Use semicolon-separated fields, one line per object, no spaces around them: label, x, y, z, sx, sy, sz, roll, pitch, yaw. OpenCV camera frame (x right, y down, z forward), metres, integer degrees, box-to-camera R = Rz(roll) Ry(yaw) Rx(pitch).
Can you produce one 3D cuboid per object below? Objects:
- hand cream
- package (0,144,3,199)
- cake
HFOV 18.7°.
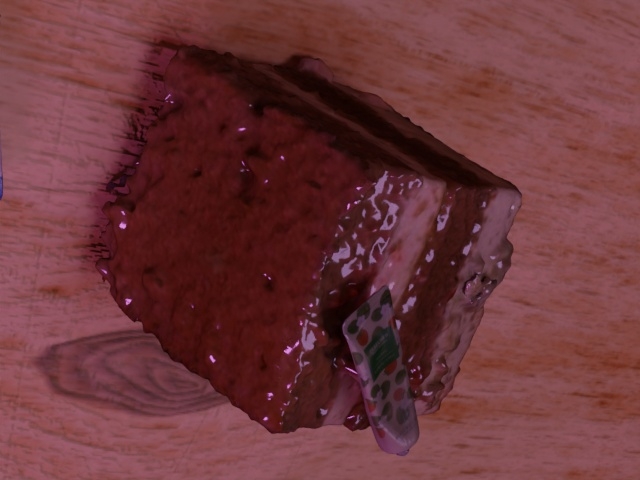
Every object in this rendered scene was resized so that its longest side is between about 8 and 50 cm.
hand cream;0.052;0.113;1.583;0.057;0.037;0.165;-41;135;-31
package;-0.319;-0.083;1.497;0.171;0.027;0.173;-22;127;-36
cake;0.000;0.000;1.695;0.290;0.282;0.255;1;118;-50
